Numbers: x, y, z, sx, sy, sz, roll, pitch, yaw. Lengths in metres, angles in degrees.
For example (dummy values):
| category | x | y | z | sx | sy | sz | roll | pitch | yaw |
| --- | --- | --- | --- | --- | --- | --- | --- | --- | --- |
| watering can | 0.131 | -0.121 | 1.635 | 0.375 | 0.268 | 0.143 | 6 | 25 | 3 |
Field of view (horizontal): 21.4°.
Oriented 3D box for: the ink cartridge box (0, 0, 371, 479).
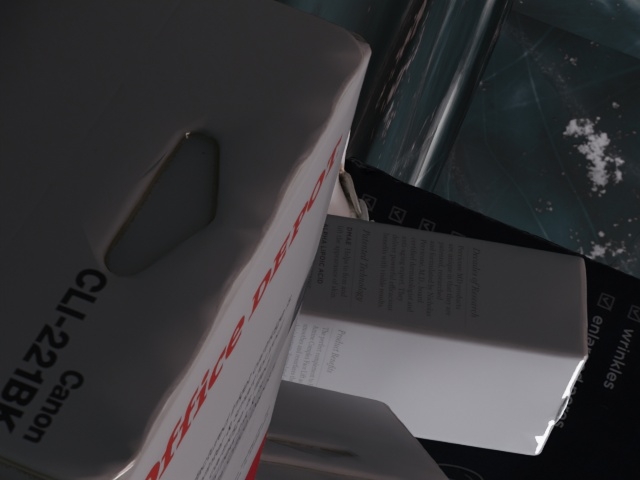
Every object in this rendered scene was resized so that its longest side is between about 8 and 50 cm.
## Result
| category | x | y | z | sx | sy | sz | roll | pitch | yaw |
| --- | --- | --- | --- | --- | --- | --- | --- | --- | --- |
| ink cartridge box | -0.089 | 0.065 | 0.556 | 0.273 | 0.114 | 0.197 | 106 | 9 | -49 |

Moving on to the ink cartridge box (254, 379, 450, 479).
| category | x | y | z | sx | sy | sz | roll | pitch | yaw |
| --- | --- | --- | --- | --- | --- | --- | --- | --- | --- |
| ink cartridge box | -0.046 | 0.205 | 0.916 | 0.168 | 0.171 | 0.233 | -133 | -121 | -64 |

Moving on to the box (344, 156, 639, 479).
| category | x | y | z | sx | sy | sz | roll | pitch | yaw |
| --- | --- | --- | --- | --- | --- | --- | --- | --- | --- |
| box | 0.141 | 0.254 | 1.581 | 0.297 | 0.471 | 0.480 | 94 | 20 | -71 |

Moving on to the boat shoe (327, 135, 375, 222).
| category | x | y | z | sx | sy | sz | roll | pitch | yaw |
| --- | --- | --- | --- | --- | --- | --- | --- | --- | --- |
| boat shoe | 0.000 | 0.000 | 1.206 | 0.277 | 0.096 | 0.098 | 106 | 9 | -46 |

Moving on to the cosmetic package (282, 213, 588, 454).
| category | x | y | z | sx | sy | sz | roll | pitch | yaw |
| --- | --- | --- | --- | --- | --- | --- | --- | --- | --- |
| cosmetic package | 0.038 | 0.054 | 1.040 | 0.117 | 0.231 | 0.085 | 106 | -9 | -51 |
